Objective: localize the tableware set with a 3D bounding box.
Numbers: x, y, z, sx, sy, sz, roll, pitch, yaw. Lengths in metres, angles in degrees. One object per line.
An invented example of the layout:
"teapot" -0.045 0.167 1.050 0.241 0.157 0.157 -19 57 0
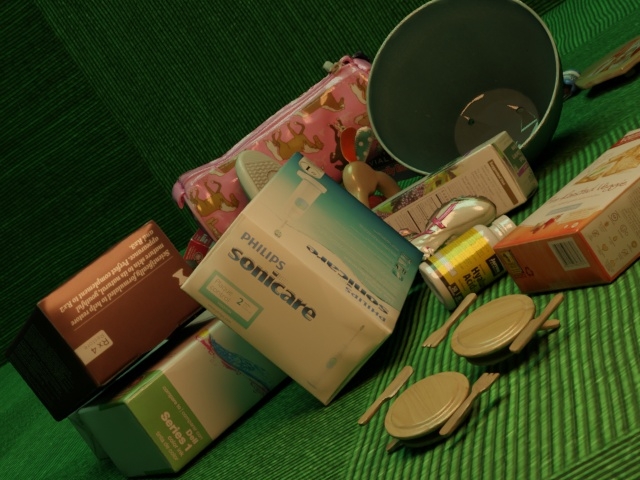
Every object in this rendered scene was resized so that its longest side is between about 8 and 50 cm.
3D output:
"tableware set" 0.134 0.123 1.242 0.194 0.039 0.128 -45 24 -28

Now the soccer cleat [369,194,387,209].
"soccer cleat" 0.000 0.000 2.332 0.116 0.109 0.318 -19 -5 -45

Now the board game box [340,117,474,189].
"board game box" 0.182 -0.180 2.360 0.253 0.079 0.336 -15 10 26

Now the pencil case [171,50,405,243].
"pencil case" -0.046 -0.136 2.166 0.386 0.167 0.160 -37 -3 6

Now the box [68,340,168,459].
"box" -0.222 0.200 2.042 0.290 0.087 0.169 -41 10 -35

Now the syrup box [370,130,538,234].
"syrup box" 0.171 -0.048 1.861 0.237 0.096 0.093 -32 4 26

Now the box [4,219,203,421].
"box" -0.297 0.119 1.837 0.191 0.143 0.381 -38 2 -24

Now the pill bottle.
"pill bottle" 0.176 0.022 1.555 0.116 0.065 0.065 -36 8 -4

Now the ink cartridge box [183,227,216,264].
"ink cartridge box" -0.158 0.063 2.252 0.063 0.150 0.109 -65 -2 -70

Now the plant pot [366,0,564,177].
"plant pot" 0.239 -0.199 2.034 0.290 0.290 0.195 -33 -28 12

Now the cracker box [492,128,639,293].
"cracker box" 0.308 -0.041 1.391 0.232 0.067 0.155 -37 9 -24

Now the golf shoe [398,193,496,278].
"golf shoe" 0.154 0.009 1.780 0.186 0.067 0.086 -31 34 27

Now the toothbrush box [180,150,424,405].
"toothbrush box" -0.011 0.035 1.625 0.126 0.216 0.295 -50 3 19

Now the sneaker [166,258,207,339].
"sneaker" -0.189 0.096 1.954 0.051 0.089 0.170 0 -53 -34

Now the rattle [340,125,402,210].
"rattle" 0.050 -0.064 2.087 0.130 0.200 0.142 -40 9 -33

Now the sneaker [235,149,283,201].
"sneaker" -0.075 -0.006 2.081 0.151 0.256 0.094 -36 0 42

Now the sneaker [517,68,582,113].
"sneaker" 0.391 -0.252 2.363 0.135 0.052 0.058 -30 13 30

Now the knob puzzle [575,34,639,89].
"knob puzzle" 0.500 -0.293 2.234 0.213 0.030 0.213 -34 9 6

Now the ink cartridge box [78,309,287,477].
"ink cartridge box" -0.153 0.177 1.777 0.278 0.117 0.201 -39 8 -28
